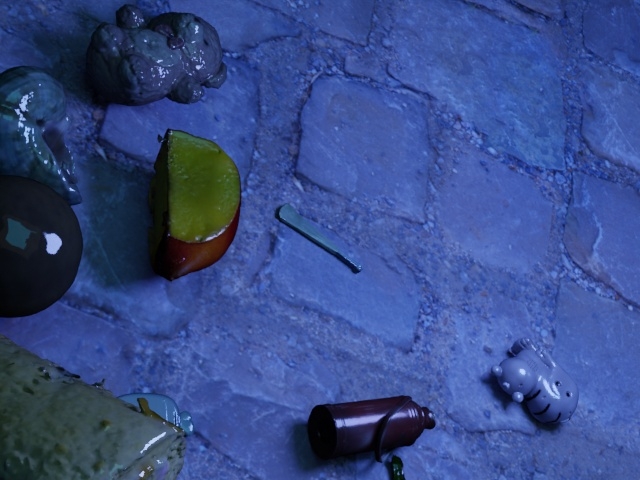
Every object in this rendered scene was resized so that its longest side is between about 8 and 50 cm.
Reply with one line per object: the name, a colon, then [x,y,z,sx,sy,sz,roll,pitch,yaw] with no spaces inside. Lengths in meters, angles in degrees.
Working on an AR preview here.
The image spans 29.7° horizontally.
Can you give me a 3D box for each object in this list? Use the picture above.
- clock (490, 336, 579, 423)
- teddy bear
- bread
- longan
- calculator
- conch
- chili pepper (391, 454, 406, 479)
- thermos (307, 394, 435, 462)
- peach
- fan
clock: [0.407,0.282,2.289,0.176,0.080,0.117,48,50,4]
teddy bear: [-0.295,-0.335,2.206,0.267,0.151,0.236,-24,70,-33]
bread: [-0.390,0.274,1.675,0.376,0.165,0.236,22,44,28]
longan: [-0.492,0.003,1.855,0.248,0.248,0.248,14,57,-23]
calculator: [-0.274,0.289,1.930,0.153,0.021,0.095,6,60,-23]
conch: [-0.489,-0.184,1.998,0.277,0.195,0.220,47,7,31]
chili pepper: [0.131,0.429,2.073,0.055,0.035,0.118,41,52,-25]
thermos: [0.098,0.316,2.086,0.232,0.098,0.124,-3,26,-33]
peach: [-0.214,-0.038,2.067,0.154,0.158,0.267,4,58,-16]
fan: [0.000,0.000,2.263,0.193,0.016,0.038,38,53,-4]
